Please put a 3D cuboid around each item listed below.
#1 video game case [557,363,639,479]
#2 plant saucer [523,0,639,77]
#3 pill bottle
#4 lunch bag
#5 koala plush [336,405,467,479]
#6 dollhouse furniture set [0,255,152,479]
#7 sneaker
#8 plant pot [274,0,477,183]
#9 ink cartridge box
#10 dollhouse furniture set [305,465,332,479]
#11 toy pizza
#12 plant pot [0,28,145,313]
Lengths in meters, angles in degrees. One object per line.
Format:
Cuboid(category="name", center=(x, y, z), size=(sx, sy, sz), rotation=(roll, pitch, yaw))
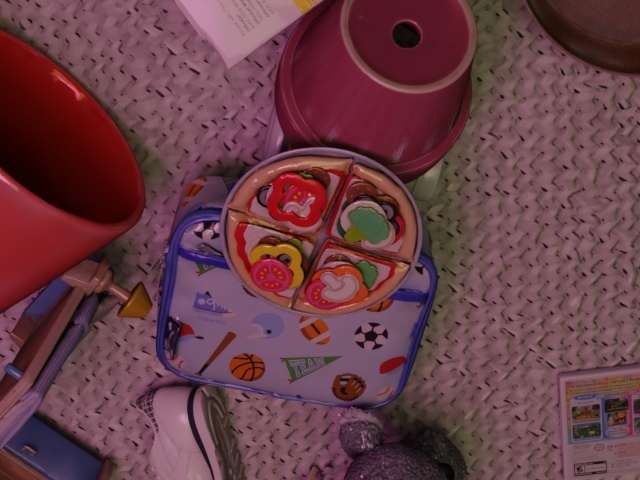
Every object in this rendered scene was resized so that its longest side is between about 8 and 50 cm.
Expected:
Cuboid(category="video game case", center=(0.369, 0.218, 1.465), size=(0.157, 0.019, 0.143), rotation=(-7, 108, 0))
Cuboid(category="plant saucer", center=(0.344, -0.327, 1.259), size=(0.311, 0.050, 0.310), rotation=(-2, 110, -4))
Cuboid(category="pill bottle", center=(0.034, -0.096, 1.294), size=(0.184, 0.103, 0.103), rotation=(12, 107, -7))
Cuboid(category="lunch bag", center=(-0.034, 0.054, 1.308), size=(0.303, 0.115, 0.243), rotation=(11, 123, -7))
Cuboid(category="koala plush", center=(0.081, 0.298, 1.338), size=(0.203, 0.196, 0.221), rotation=(-20, 145, -2))
Cuboid(category="dollhouse furniture set", center=(-0.279, 0.213, 1.260), size=(0.198, 0.286, 0.303), rotation=(37, 126, -14))
Cuboid(category="sneaker", center=(-0.148, 0.278, 1.429), size=(0.095, 0.090, 0.235), rotation=(-8, 106, 13))
Cuboid(category="plant pot", center=(0.065, -0.169, 1.170), size=(0.201, 0.180, 0.201), rotation=(3, 74, -10))
Cuboid(category="ink cartridge box", center=(-0.046, -0.310, 1.181), size=(0.233, 0.171, 0.168), rotation=(-35, 105, 8))
Cuboid(category="dollhouse furniture set", center=(-0.006, 0.328, 1.485), size=(0.081, 0.091, 0.114), rotation=(-59, 134, -26))
Cuboid(category="toy pizza", center=(0.000, 0.000, 1.189), size=(0.201, 0.032, 0.201), rotation=(1, 123, 2))
Cuboid(category="plant pot", center=(-0.356, -0.043, 1.220), size=(0.275, 0.275, 0.243), rotation=(43, 110, -15))
